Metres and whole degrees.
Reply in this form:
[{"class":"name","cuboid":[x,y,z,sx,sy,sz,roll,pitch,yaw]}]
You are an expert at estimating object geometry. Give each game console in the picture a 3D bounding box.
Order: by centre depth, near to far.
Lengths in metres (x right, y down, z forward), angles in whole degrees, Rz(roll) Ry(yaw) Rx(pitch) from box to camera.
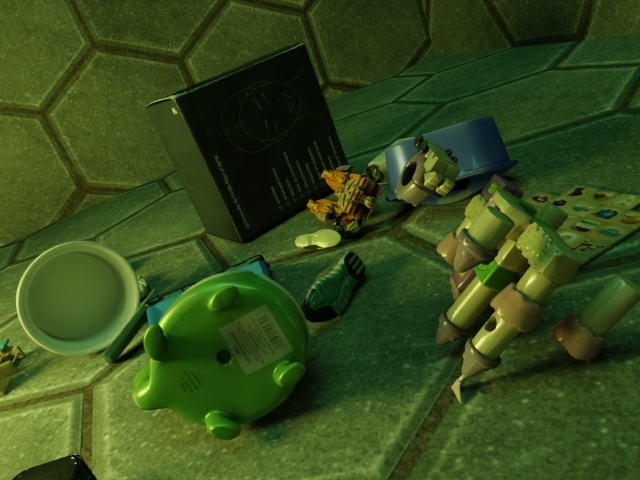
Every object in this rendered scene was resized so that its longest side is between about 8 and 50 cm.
[{"class":"game console","cuboid":[-0.238,0.164,1.259,0.293,0.173,0.250,-23,53,-3]}]

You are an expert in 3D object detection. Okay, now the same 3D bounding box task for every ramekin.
[{"class":"ramekin","cuboid":[-0.611,0.141,1.333,0.277,0.277,0.135,-36,18,-31]}]

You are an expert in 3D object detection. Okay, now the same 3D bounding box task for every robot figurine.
[{"class":"robot figurine","cuboid":[0.066,-0.120,1.465,0.211,0.085,0.291,-65,23,-3]}]

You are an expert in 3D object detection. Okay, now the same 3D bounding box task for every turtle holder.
[{"class":"turtle holder","cuboid":[-0.161,0.196,0.910,0.320,0.243,0.227,-59,2,9]}]

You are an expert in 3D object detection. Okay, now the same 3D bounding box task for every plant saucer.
[{"class":"plant saucer","cuboid":[-0.439,0.203,1.252,0.018,0.067,0.192,28,60,5]}]

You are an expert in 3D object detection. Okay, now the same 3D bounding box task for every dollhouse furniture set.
[{"class":"dollhouse furniture set","cuboid":[-0.857,0.313,1.328,0.129,0.129,0.183,-24,24,-5]}]

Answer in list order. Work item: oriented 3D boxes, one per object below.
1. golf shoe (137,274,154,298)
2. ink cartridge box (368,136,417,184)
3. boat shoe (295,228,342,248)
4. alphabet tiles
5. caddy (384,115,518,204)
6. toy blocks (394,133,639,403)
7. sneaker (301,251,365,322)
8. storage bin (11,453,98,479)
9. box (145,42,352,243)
[{"class":"golf shoe","cuboid":[-0.568,0.140,1.556,0.176,0.069,0.086,3,38,46]},{"class":"ink cartridge box","cuboid":[0.265,-0.257,1.697,0.140,0.082,0.191,1,30,41]},{"class":"boat shoe","cuboid":[0.000,0.000,1.400,0.137,0.049,0.043,-8,-14,31]},{"class":"alphabet tiles","cuboid":[0.474,-0.026,1.087,0.343,0.011,0.285,-28,23,-15]},{"class":"caddy","cuboid":[0.324,-0.184,1.368,0.342,0.179,0.241,-16,1,14]},{"class":"toy blocks","cuboid":[0.234,0.053,0.816,0.260,0.309,0.288,-58,18,25]},{"class":"sneaker","cuboid":[0.012,0.111,1.125,0.098,0.083,0.224,-30,8,41]},{"class":"storage bin","cuboid":[-0.406,0.414,0.765,0.122,0.084,0.180,-19,23,5]},{"class":"box","cuboid":[-0.221,-0.318,1.743,0.472,0.479,0.297,-33,23,-27]}]
